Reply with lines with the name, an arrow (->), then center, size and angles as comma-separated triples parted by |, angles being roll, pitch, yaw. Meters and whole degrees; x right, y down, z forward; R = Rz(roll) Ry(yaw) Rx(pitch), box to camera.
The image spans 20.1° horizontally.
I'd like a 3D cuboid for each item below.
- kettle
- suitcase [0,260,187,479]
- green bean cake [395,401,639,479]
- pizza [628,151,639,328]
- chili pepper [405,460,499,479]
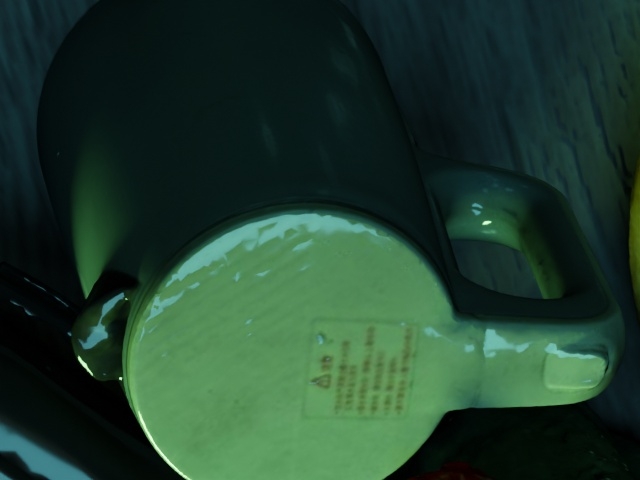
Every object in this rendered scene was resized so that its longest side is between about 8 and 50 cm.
kettle -> 0.000, 0.000, 0.712 | 0.210, 0.243, 0.160 | 6, 112, -14
suitcase -> -0.181, 0.179, 0.759 | 0.345, 0.188, 0.339 | 37, 104, -6
green bean cake -> 0.120, 0.268, 0.893 | 0.300, 0.169, 0.308 | 33, 105, -22
pizza -> 0.301, 0.038, 0.863 | 0.277, 0.114, 0.409 | -29, 118, 8
chili pepper -> 0.097, 0.143, 0.698 | 0.059, 0.050, 0.268 | -33, 131, 16
